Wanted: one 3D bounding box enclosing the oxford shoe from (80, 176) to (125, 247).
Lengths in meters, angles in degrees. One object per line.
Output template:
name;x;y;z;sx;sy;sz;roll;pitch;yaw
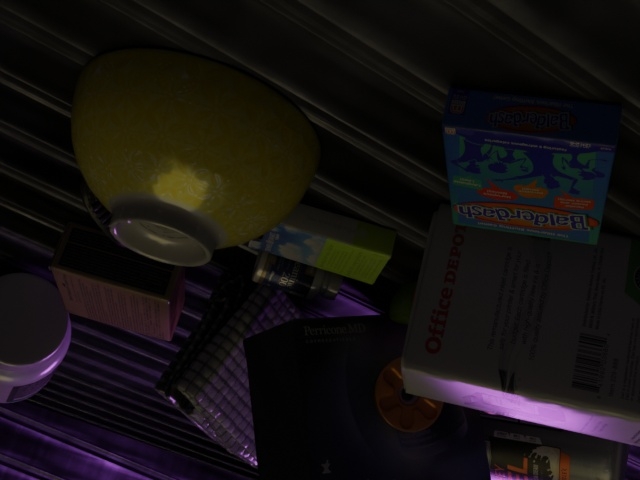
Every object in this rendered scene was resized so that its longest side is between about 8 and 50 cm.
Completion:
oxford shoe;-0.254;-0.039;1.272;0.096;0.083;0.227;34;174;29

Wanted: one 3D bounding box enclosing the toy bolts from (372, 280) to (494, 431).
toy bolts;0.201;0.166;1.280;0.228;0.218;0.158;28;160;-11

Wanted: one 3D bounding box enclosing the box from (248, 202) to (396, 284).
box;0.000;0.000;1.271;0.178;0.042;0.109;17;156;-3

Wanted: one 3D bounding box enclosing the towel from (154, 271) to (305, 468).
towel;-0.119;0.209;1.551;0.121;0.235;0.284;20;157;40

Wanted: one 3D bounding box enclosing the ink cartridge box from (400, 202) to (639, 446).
ink cartridge box;0.253;0.095;1.119;0.289;0.211;0.121;12;159;11

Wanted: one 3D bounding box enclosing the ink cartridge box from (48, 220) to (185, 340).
ink cartridge box;-0.323;0.072;1.581;0.193;0.088;0.235;17;158;-2

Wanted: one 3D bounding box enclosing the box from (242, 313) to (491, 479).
box;0.066;0.262;1.400;0.296;0.294;0.182;-1;165;-29

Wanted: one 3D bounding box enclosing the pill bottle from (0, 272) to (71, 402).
pill bottle;-0.591;0.190;1.867;0.204;0.204;0.361;21;157;-15

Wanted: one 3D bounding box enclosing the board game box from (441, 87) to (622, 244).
board game box;0.209;-0.069;0.976;0.160;0.047;0.210;8;157;15

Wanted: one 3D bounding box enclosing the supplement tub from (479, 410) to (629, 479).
supplement tub;0.329;0.297;1.558;0.315;0.194;0.193;6;155;23

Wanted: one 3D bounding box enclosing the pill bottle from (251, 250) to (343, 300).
pill bottle;-0.031;0.043;1.358;0.120;0.067;0.067;18;157;-8

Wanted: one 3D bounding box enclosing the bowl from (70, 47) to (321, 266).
bowl;-0.154;-0.064;1.076;0.289;0.156;0.289;12;157;5
